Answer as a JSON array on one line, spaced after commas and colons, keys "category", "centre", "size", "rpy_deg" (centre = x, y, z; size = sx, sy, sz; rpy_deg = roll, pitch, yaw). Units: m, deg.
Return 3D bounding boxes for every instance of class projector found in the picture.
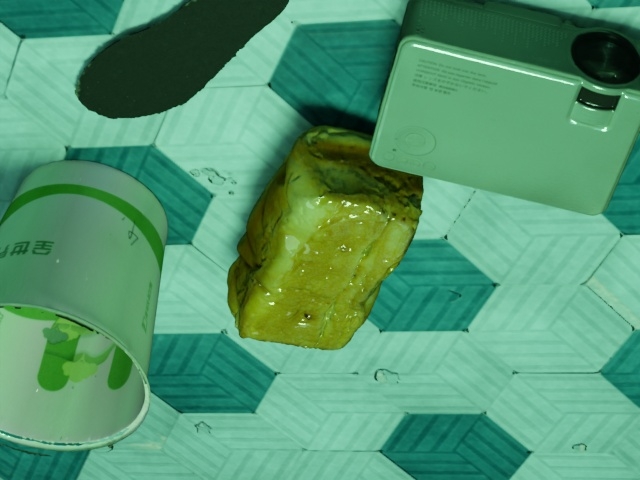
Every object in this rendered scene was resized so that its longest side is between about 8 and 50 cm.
[{"category": "projector", "centre": [0.194, -0.143, 1.876], "size": [0.257, 0.099, 0.192], "rpy_deg": [13, 140, -1]}]

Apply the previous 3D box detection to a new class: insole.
[{"category": "insole", "centre": [-0.148, -0.207, 1.949], "size": [0.110, 0.012, 0.309], "rpy_deg": [35, 134, -24]}]

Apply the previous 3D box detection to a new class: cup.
[{"category": "cup", "centre": [-0.293, 0.064, 2.093], "size": [0.253, 0.274, 0.253], "rpy_deg": [6, 137, 5]}]

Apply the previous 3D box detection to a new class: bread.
[{"category": "bread", "centre": [0.000, 0.000, 2.057], "size": [0.167, 0.132, 0.294], "rpy_deg": [18, 138, -8]}]
